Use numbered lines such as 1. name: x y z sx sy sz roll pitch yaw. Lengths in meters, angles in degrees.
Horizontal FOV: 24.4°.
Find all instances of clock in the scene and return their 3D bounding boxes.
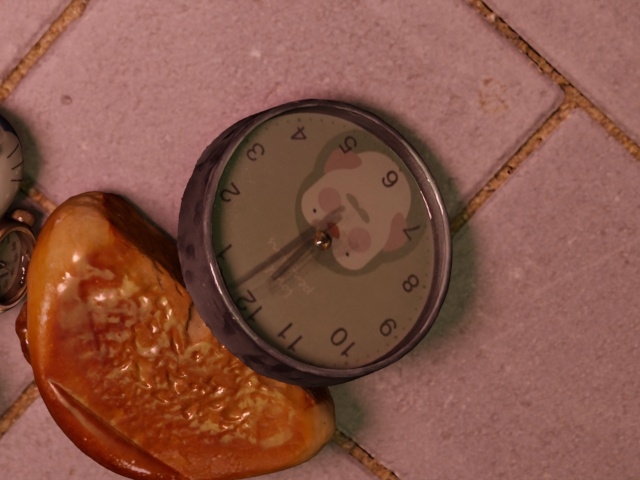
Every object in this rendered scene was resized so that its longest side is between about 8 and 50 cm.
1. clock: -0.398 -0.032 1.606 0.147 0.199 0.243 12 112 28
2. clock: 0.000 0.001 1.621 0.319 0.066 0.318 6 77 -27

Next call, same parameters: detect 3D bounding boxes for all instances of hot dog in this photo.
1. hot dog: -0.185 0.143 1.664 0.405 0.185 0.223 41 96 -15
